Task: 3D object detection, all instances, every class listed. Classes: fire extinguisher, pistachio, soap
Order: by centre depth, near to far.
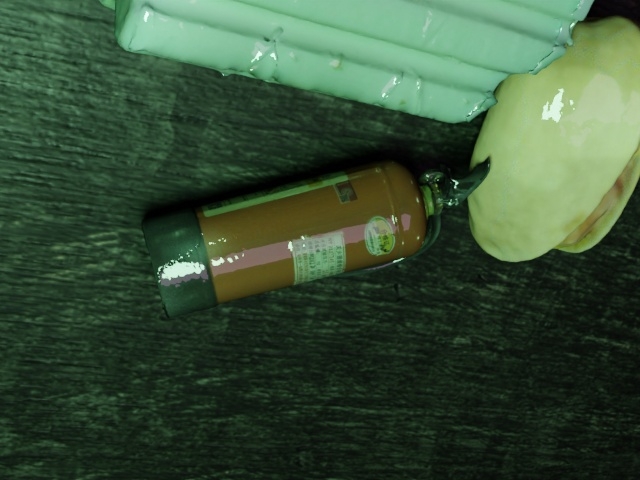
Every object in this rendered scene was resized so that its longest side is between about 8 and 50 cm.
[{"bbox_3d":[0.041,-0.274,1.102,0.446,0.156,0.261,9,116,-25],"label":"soap"},{"bbox_3d":[0.272,-0.111,1.273,0.188,0.187,0.299,1,122,-21],"label":"pistachio"},{"bbox_3d":[-0.003,-0.011,1.291,0.376,0.200,0.113,-14,84,-6],"label":"fire extinguisher"}]
